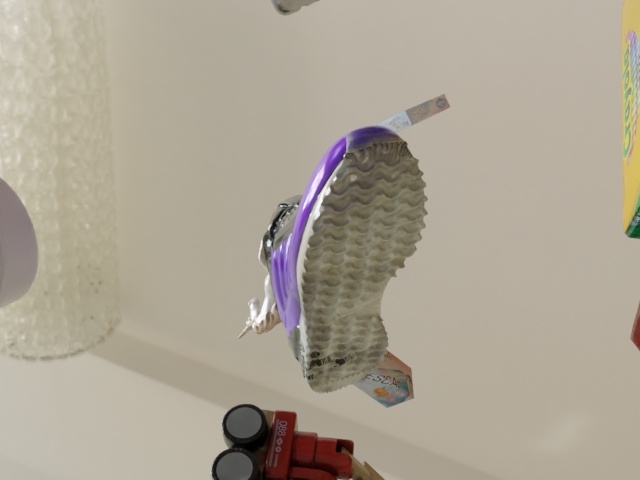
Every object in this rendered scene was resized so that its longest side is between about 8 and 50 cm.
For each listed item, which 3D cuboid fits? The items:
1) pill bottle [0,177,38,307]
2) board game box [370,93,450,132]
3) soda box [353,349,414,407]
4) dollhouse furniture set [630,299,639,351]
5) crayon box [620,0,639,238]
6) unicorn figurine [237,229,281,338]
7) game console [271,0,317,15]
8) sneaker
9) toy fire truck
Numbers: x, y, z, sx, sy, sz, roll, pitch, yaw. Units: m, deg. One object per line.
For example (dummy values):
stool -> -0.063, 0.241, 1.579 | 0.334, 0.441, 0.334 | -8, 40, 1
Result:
pill bottle -> -0.379, 0.031, 0.589 | 0.161, 0.161, 0.283 | 23, -155, 21
board game box -> 0.087, -0.132, 0.849 | 0.090, 0.020, 0.090 | -19, -172, 41
soda box -> 0.080, 0.207, 1.238 | 0.183, 0.058, 0.063 | 39, -144, -36
dollhouse furniture set -> 0.412, 0.023, 0.468 | 0.373, 0.152, 0.201 | -18, -137, -16
crayon box -> 0.311, -0.156, 0.620 | 0.081, 0.165, 0.279 | 7, -120, 9
unicorn figurine -> -0.028, 0.042, 0.826 | 0.161, 0.111, 0.060 | -9, 171, 10
game console -> -0.011, -0.217, 0.353 | 0.250, 0.173, 0.293 | -24, -169, 2
sneaker -> -0.001, 0.000, 0.651 | 0.102, 0.293, 0.146 | -14, -129, -20
toy fire truck -> -0.005, 0.330, 0.908 | 0.246, 0.159, 0.217 | 4, -135, 5
